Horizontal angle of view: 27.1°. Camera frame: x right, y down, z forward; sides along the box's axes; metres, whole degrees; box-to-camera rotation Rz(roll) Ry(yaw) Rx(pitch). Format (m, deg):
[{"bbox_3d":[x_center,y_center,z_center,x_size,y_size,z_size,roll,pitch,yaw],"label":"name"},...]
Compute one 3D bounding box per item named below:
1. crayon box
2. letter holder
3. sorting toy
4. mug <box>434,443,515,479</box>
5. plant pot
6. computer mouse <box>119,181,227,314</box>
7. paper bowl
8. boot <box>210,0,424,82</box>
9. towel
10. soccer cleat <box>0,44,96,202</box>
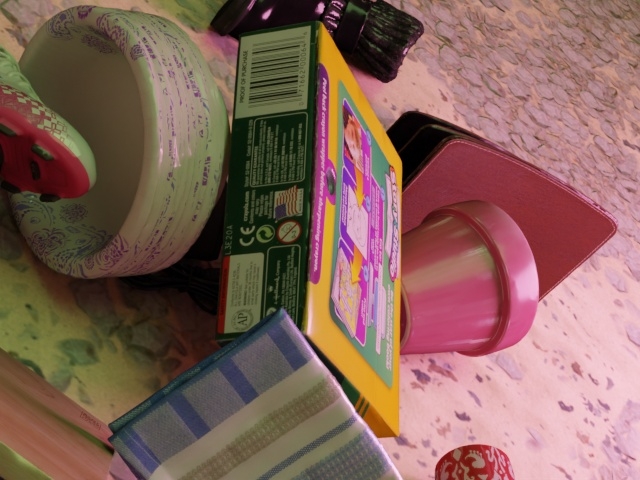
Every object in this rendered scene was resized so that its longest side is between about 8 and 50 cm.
[{"bbox_3d":[0.000,0.000,1.461,0.313,0.106,0.363,54,34,-57],"label":"crayon box"},{"bbox_3d":[0.241,-0.071,1.872,0.302,0.214,0.152,25,40,-23],"label":"letter holder"},{"bbox_3d":[-0.310,0.155,1.139,0.257,0.089,0.255,38,1,-7],"label":"sorting toy"},{"bbox_3d":[0.185,0.339,1.524,0.113,0.150,0.169,-5,42,-1],"label":"mug"},{"bbox_3d":[0.144,0.062,1.683,0.180,0.201,0.201,-14,63,-31],"label":"plant pot"},{"bbox_3d":[-0.156,-0.046,1.591,0.188,0.072,0.272,17,43,-30],"label":"computer mouse"},{"bbox_3d":[-0.207,-0.103,1.419,0.148,0.284,0.284,-3,56,-44],"label":"paper bowl"},{"bbox_3d":[0.009,-0.322,1.977,0.260,0.131,0.348,42,35,-2],"label":"boot"},{"bbox_3d":[-0.043,0.229,1.255,0.285,0.209,0.034,57,-5,-20],"label":"towel"},{"bbox_3d":[-0.344,-0.153,1.379,0.331,0.116,0.143,24,53,22],"label":"soccer cleat"}]
